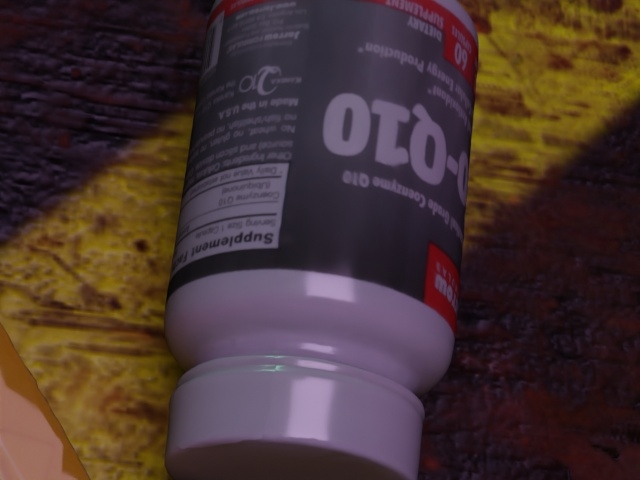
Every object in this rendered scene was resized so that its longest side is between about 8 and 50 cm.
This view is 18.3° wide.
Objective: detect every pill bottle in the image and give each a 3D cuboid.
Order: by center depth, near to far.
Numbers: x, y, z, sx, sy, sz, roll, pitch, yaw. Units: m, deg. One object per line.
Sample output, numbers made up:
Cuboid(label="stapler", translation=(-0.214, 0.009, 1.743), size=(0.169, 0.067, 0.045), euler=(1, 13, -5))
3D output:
Cuboid(label="pill bottle", translation=(0.000, 0.000, 1.110), size=(0.161, 0.161, 0.283), euler=(12, 65, -14))

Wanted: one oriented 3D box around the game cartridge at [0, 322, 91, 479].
Cuboid(label="game cartridge", translation=(-0.267, 0.178, 1.009), size=(0.323, 0.053, 0.285), euler=(-27, 79, -28))
